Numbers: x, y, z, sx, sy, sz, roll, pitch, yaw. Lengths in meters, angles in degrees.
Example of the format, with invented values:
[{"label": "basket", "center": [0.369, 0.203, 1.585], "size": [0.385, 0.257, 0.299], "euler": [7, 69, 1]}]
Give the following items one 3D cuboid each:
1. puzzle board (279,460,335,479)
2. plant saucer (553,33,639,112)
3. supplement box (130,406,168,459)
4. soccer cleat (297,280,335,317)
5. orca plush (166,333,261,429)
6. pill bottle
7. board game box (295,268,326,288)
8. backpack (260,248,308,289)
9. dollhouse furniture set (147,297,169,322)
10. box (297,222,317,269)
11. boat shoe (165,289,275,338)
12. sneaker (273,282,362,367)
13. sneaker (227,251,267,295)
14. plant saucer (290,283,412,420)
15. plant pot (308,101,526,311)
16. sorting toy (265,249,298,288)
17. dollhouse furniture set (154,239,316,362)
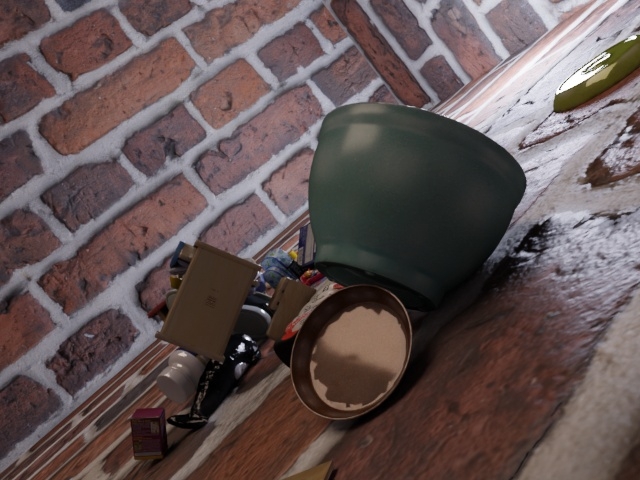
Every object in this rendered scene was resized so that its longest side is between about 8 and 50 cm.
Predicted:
[{"label": "puzzle board", "center": [-0.046, 0.278, 0.595], "size": [0.128, 0.011, 0.096], "euler": [-35, 10, 33]}, {"label": "plant saucer", "center": [0.594, -0.361, 1.249], "size": [0.241, 0.037, 0.241], "euler": [-37, 8, 6]}, {"label": "supplement box", "center": [-0.316, 0.356, 1.089], "size": [0.055, 0.083, 0.043], "euler": [-2, 8, -1]}, {"label": "soccer cleat", "center": [0.034, 0.095, 1.111], "size": [0.196, 0.068, 0.076], "euler": [-41, 4, 6]}, {"label": "orca plush", "center": [-0.225, 0.261, 1.207], "size": [0.151, 0.102, 0.287], "euler": [-33, 10, 40]}, {"label": "pill bottle", "center": [-0.278, 0.276, 1.341], "size": [0.112, 0.112, 0.186], "euler": [-32, 11, 44]}, {"label": "board game box", "center": [-0.013, 0.085, 1.512], "size": [0.169, 0.033, 0.133], "euler": [-40, 7, -6]}, {"label": "backpack", "center": [-0.115, 0.085, 1.687], "size": [0.105, 0.114, 0.084], "euler": [-28, 19, 50]}, {"label": "dollhouse furniture set", "center": [-0.320, 0.208, 1.678], "size": [0.152, 0.201, 0.374], "euler": [-39, 1, 6]}, {"label": "box", "center": [0.000, 0.000, 1.671], "size": [0.225, 0.037, 0.136], "euler": [-28, 52, 58]}, {"label": "boat shoe", "center": [-0.235, 0.164, 1.435], "size": [0.303, 0.114, 0.091], "euler": [13, 30, 21]}, {"label": "sneaker", "center": [0.036, 0.113, 0.887], "size": [0.145, 0.090, 0.270], "euler": [-46, 8, -32]}, {"label": "sneaker", "center": [-0.204, 0.142, 1.650], "size": [0.127, 0.182, 0.315], "euler": [-45, 26, -12]}, {"label": "plant saucer", "center": [0.039, 0.134, 0.704], "size": [0.169, 0.029, 0.168], "euler": [-21, 49, 26]}, {"label": "plant pot", "center": [0.105, -0.022, 0.800], "size": [0.196, 0.293, 0.293], "euler": [-69, 15, -13]}, {"label": "sorting toy", "center": [-0.123, 0.079, 2.027], "size": [0.348, 0.047, 0.196], "euler": [-38, 7, 1]}, {"label": "dollhouse furniture set", "center": [-0.206, 0.145, 1.264], "size": [0.198, 0.287, 0.303], "euler": [-68, 13, -10]}]
